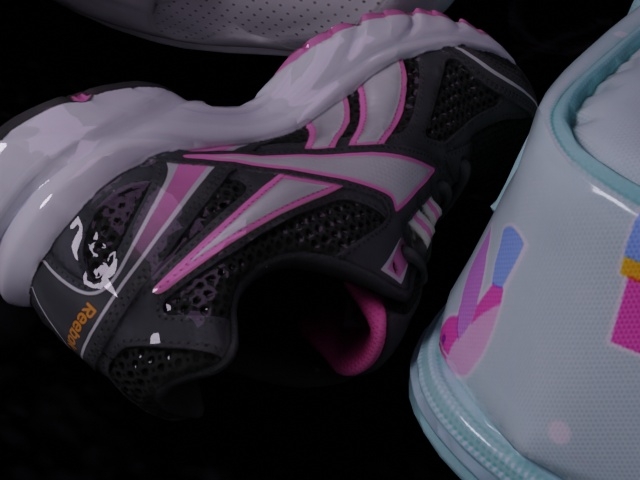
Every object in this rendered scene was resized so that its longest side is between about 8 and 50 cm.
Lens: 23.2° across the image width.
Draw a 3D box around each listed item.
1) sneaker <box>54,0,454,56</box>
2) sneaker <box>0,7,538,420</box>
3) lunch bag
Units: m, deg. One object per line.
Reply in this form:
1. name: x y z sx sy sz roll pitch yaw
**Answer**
1. sneaker: -0.111 -0.100 0.437 0.292 0.108 0.169 18 29 13
2. sneaker: 0.000 0.000 0.389 0.178 0.072 0.077 -23 62 -41
3. lunch bag: 0.158 0.013 0.418 0.224 0.108 0.279 28 29 16
